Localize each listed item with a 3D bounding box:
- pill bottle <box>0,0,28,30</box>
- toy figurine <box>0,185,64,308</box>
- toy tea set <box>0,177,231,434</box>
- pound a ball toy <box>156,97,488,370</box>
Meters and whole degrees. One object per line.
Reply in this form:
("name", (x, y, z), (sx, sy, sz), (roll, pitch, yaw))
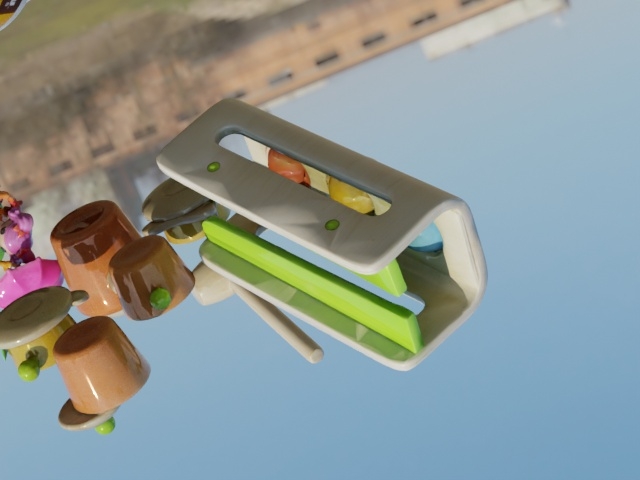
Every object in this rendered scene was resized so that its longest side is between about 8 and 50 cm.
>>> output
("pill bottle", (-0.251, -0.173, 0.990), (0.117, 0.117, 0.215), (-19, -175, 24))
("toy figurine", (-0.326, 0.001, 1.665), (0.159, 0.173, 0.130), (20, -157, 39))
("toy tea set", (-0.186, 0.071, 1.520), (0.200, 0.124, 0.336), (-13, -151, 26))
("pound a ball toy", (0.000, 0.000, 1.413), (0.135, 0.208, 0.319), (-42, -135, -23))
